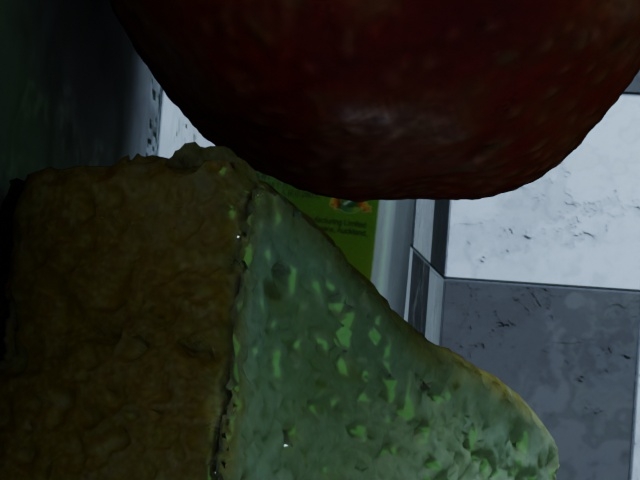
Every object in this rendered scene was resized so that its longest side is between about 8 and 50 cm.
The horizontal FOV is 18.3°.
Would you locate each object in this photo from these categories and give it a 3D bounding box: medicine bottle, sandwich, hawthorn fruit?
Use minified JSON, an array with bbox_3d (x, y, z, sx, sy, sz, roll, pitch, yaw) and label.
[{"bbox_3d":[0.000,0.000,0.967,0.132,0.088,0.188,72,23,-71],"label":"medicine bottle"},{"bbox_3d":[-0.016,0.146,0.601,0.249,0.095,0.273,39,52,-51],"label":"sandwich"},{"bbox_3d":[0.020,-0.117,0.658,0.253,0.205,0.205,51,43,-72],"label":"hawthorn fruit"}]
